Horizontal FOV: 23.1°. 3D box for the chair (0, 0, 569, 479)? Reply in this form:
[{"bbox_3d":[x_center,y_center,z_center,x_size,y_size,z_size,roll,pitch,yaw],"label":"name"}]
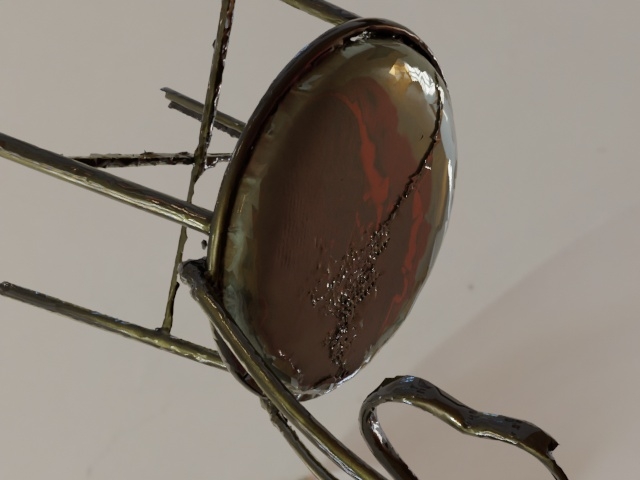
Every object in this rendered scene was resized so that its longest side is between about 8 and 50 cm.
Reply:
[{"bbox_3d":[0.000,0.000,0.572,0.170,0.326,0.159,-51,-37,-24],"label":"chair"}]
